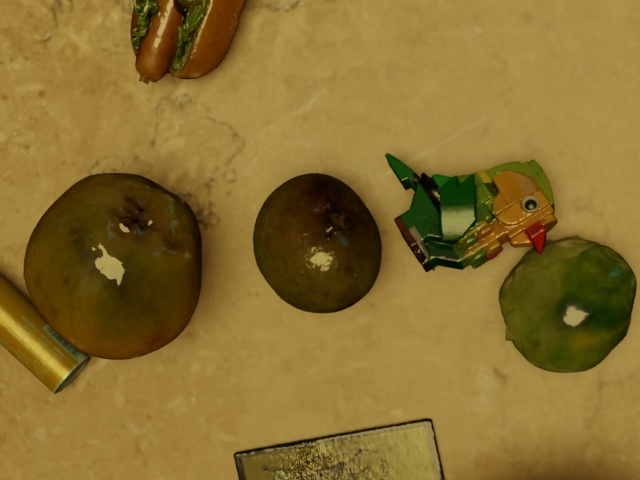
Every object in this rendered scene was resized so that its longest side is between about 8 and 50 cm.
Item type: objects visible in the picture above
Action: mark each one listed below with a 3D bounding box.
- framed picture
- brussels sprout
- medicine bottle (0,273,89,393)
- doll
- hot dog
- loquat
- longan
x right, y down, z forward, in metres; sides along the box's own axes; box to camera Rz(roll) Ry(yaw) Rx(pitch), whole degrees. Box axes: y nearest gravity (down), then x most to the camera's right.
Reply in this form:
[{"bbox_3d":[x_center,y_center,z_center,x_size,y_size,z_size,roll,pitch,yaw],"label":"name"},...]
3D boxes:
[{"bbox_3d":[0.046,0.388,1.582,0.244,0.013,0.323,-12,91,11],"label":"framed picture"},{"bbox_3d":[0.271,0.073,1.463,0.149,0.122,0.151,1,95,7],"label":"brussels sprout"},{"bbox_3d":[-0.378,0.091,1.605,0.218,0.074,0.074,42,100,4],"label":"medicine bottle"},{"bbox_3d":[0.169,-0.036,1.483,0.186,0.106,0.134,-4,73,10],"label":"doll"},{"bbox_3d":[-0.135,-0.333,1.516,0.135,0.100,0.337,20,97,7],"label":"hot dog"},{"bbox_3d":[-0.239,0.039,1.519,0.213,0.213,0.246,44,139,4],"label":"loquat"},{"bbox_3d":[0.000,0.000,1.484,0.155,0.176,0.145,37,61,5],"label":"longan"}]
